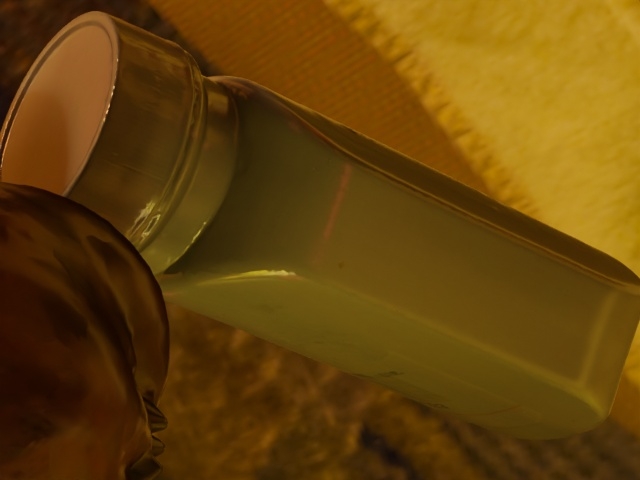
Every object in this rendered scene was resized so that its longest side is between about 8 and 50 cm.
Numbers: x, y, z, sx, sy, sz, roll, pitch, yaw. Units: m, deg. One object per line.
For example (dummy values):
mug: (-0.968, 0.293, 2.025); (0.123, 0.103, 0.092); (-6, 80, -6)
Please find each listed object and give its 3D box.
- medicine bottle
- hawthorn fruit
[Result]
medicine bottle: (0.000, 0.000, 0.889); (0.296, 0.161, 0.111); (22, 82, -30)
hawthorn fruit: (-0.180, 0.063, 0.685); (0.251, 0.199, 0.199); (7, 64, 0)
